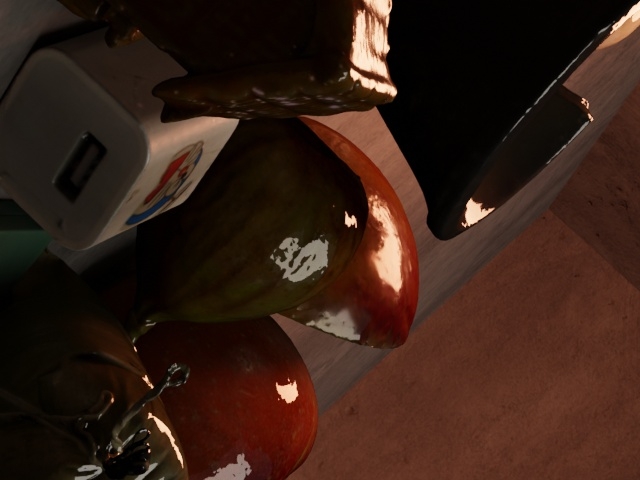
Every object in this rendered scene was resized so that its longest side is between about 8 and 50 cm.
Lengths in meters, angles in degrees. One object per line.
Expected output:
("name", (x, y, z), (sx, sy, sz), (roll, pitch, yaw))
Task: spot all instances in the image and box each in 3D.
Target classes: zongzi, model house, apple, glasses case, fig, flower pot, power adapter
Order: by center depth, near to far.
("model house", (-0.039, -0.165, 1.411), (0.219, 0.229, 0.199), (-46, 164, -1))
("power adapter", (-0.140, -0.093, 1.534), (0.130, 0.125, 0.205), (-54, 167, 32))
("glasses case", (-0.278, 0.008, 1.599), (0.078, 0.039, 0.184), (-49, 170, 10))
("zongzi", (-0.277, 0.217, 1.615), (0.418, 0.181, 0.447), (-38, -155, -4))
("fig", (-0.109, 0.025, 1.844), (0.321, 0.217, 0.217), (-51, 169, 7))
("flower pot", (0.161, -0.211, 1.960), (0.379, 0.251, 0.379), (-44, 171, -8))
("apple", (-0.177, 0.194, 2.062), (0.348, 0.277, 0.348), (-45, 173, -7))
("apple", (0.000, 0.000, 2.087), (0.179, 0.254, 0.346), (-14, 166, 30))

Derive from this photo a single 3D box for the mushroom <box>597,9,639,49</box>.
("mushroom", (0.296, -0.336, 2.324), (0.206, 0.209, 0.206), (-18, 143, -14))
